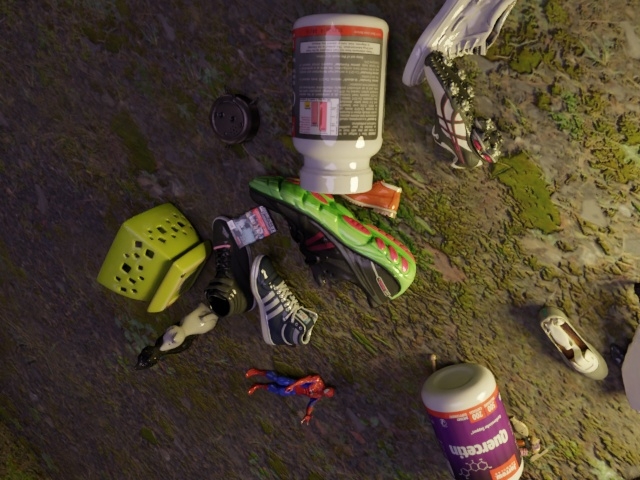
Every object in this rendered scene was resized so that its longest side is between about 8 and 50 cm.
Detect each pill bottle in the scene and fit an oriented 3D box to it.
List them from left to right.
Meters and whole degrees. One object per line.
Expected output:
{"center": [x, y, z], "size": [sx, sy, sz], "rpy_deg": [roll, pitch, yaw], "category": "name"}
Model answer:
{"center": [0.039, -0.297, 1.069], "size": [0.210, 0.210, 0.363], "rpy_deg": [8, 107, 20], "category": "pill bottle"}
{"center": [0.381, 0.481, 1.174], "size": [0.181, 0.181, 0.323], "rpy_deg": [-19, 98, 26], "category": "pill bottle"}

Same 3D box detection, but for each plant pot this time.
{"center": [-0.462, 0.057, 1.378], "size": [0.207, 0.228, 0.227], "rpy_deg": [37, 115, 2], "category": "plant pot"}

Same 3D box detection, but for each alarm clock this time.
{"center": [-0.236, -0.302, 1.268], "size": [0.129, 0.064, 0.192], "rpy_deg": [23, 116, 15], "category": "alarm clock"}

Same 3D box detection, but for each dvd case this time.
{"center": [-0.191, -0.039, 1.328], "size": [0.119, 0.013, 0.087], "rpy_deg": [-25, 95, 5], "category": "dvd case"}

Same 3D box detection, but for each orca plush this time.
{"center": [0.725, 0.231, 1.034], "size": [0.151, 0.102, 0.288], "rpy_deg": [170, 88, -69], "category": "orca plush"}

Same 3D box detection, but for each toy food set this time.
{"center": [0.514, 0.515, 1.219], "size": [0.122, 0.019, 0.078], "rpy_deg": [41, 116, 7], "category": "toy food set"}

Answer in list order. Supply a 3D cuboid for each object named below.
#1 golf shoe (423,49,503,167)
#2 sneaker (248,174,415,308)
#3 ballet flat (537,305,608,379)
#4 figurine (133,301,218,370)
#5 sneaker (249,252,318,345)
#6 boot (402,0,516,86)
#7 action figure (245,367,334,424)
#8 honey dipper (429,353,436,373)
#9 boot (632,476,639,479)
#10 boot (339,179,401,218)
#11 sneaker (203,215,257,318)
{"center": [0.278, -0.264, 1.015], "size": [0.120, 0.105, 0.273], "rpy_deg": [-18, 117, 43], "category": "golf shoe"}
{"center": [0.000, 0.000, 1.190], "size": [0.482, 0.185, 0.202], "rpy_deg": [36, 111, 10], "category": "sneaker"}
{"center": [0.575, 0.247, 1.089], "size": [0.072, 0.068, 0.213], "rpy_deg": [-41, 88, 27], "category": "ballet flat"}
{"center": [-0.438, 0.296, 1.439], "size": [0.215, 0.209, 0.092], "rpy_deg": [-38, 89, 26], "category": "figurine"}
{"center": [-0.098, 0.169, 1.323], "size": [0.153, 0.099, 0.282], "rpy_deg": [3, 113, 27], "category": "sneaker"}
{"center": [0.288, -0.416, 0.997], "size": [0.123, 0.095, 0.258], "rpy_deg": [40, 115, 15], "category": "boot"}
{"center": [-0.101, 0.447, 1.391], "size": [0.280, 0.139, 0.092], "rpy_deg": [-1, 106, 20], "category": "action figure"}
{"center": [0.309, 0.376, 1.261], "size": [0.030, 0.030, 0.161], "rpy_deg": [-8, 98, 24], "category": "honey dipper"}
{"center": [0.786, 0.653, 1.118], "size": [0.165, 0.077, 0.213], "rpy_deg": [45, 121, 5], "category": "boot"}
{"center": [0.124, -0.116, 1.182], "size": [0.157, 0.059, 0.085], "rpy_deg": [19, 94, 20], "category": "boot"}
{"center": [-0.269, 0.083, 1.344], "size": [0.104, 0.147, 0.296], "rpy_deg": [-8, 101, 26], "category": "sneaker"}
